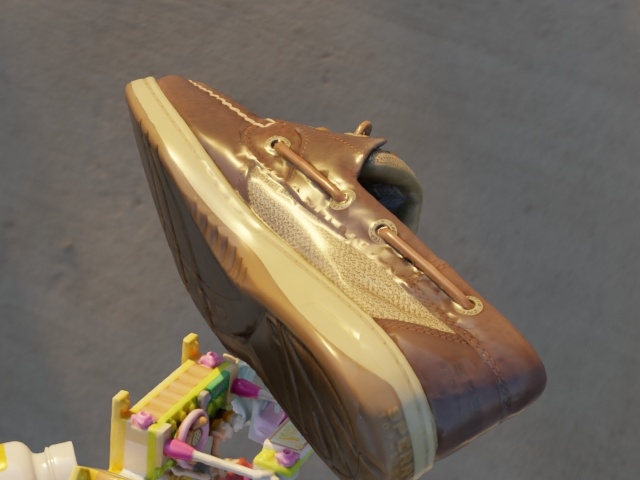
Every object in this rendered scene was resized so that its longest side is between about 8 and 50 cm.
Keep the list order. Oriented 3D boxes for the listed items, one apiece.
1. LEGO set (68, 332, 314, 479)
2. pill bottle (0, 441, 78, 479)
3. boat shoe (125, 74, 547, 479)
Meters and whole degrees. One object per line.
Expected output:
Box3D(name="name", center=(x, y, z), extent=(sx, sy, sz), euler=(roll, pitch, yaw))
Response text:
Box3D(name="LEGO set", center=(-0.070, 0.160, 0.964), extent=(0.107, 0.287, 0.132), euler=(15, 138, 20))
Box3D(name="pill bottle", center=(-0.200, 0.157, 1.039), extent=(0.116, 0.065, 0.065), euler=(-13, 99, -9))
Box3D(name="boat shoe", center=(0.000, 0.000, 0.927), extent=(0.123, 0.342, 0.123), euler=(-23, 126, -16))
